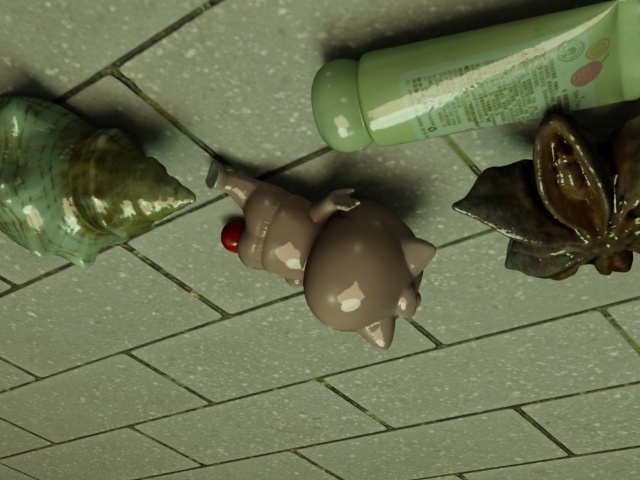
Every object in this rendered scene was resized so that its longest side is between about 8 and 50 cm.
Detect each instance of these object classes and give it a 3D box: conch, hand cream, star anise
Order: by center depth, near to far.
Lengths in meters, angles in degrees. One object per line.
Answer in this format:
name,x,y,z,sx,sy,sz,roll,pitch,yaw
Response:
hand cream,0.143,-0.148,0.802,0.306,0.093,0.147,-6,151,19
star anise,0.284,-0.036,0.896,0.315,0.108,0.315,-2,157,-1
conch,-0.322,-0.068,0.964,0.386,0.169,0.203,2,119,6

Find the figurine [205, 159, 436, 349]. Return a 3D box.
figurine,0.000,0.000,1.022,0.287,0.186,0.176,20,108,19
